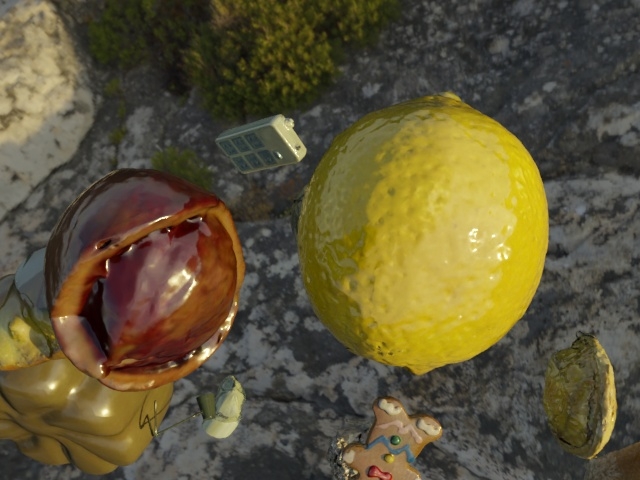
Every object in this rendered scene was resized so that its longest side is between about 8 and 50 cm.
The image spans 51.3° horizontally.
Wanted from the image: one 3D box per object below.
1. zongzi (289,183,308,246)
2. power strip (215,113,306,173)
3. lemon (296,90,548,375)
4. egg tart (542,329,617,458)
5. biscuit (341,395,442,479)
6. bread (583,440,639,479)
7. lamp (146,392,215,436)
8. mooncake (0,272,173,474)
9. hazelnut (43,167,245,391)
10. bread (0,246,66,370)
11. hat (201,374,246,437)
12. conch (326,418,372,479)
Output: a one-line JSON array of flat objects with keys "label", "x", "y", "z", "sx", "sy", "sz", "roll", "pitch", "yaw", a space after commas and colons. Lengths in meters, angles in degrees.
[{"label": "zongzi", "x": 0.000, "y": 0.000, "z": 1.783, "sx": 0.125, "sy": 0.251, "sz": 0.274, "roll": -11, "pitch": 74, "yaw": -9}, {"label": "power strip", "x": -0.144, "y": -0.228, "z": 1.602, "sx": 0.270, "sy": 0.118, "sz": 0.046, "roll": -4, "pitch": 39, "yaw": 48}, {"label": "lemon", "x": 0.122, "y": -0.006, "z": 0.837, "sx": 0.336, "sy": 0.336, "sz": 0.336, "roll": -10, "pitch": 61, "yaw": 18}, {"label": "egg tart", "x": 0.542, "y": 0.324, "z": 1.441, "sx": 0.107, "sy": 0.291, "sz": 0.291, "roll": 7, "pitch": 65, "yaw": 2}, {"label": "biscuit", "x": 0.103, "y": 0.355, "z": 1.066, "sx": 0.138, "sy": 0.031, "sz": 0.205, "roll": 28, "pitch": 102, "yaw": -7}, {"label": "bread", "x": 0.719, "y": 0.510, "z": 1.419, "sx": 0.337, "sy": 0.102, "sz": 0.183, "roll": -40, "pitch": 15, "yaw": 33}, {"label": "lamp", "x": -0.225, "y": 0.289, "z": 1.105, "sx": 0.041, "sy": 0.121, "sz": 0.054, "roll": -39, "pitch": 60, "yaw": 44}, {"label": "mooncake", "x": -0.444, "y": 0.242, "z": 1.126, "sx": 0.378, "sy": 0.378, "sz": 0.201, "roll": 3, "pitch": 48, "yaw": 24}, {"label": "hazelnut", "x": -0.142, "y": 0.034, "z": 0.576, "sx": 0.170, "sy": 0.202, "sz": 0.160, "roll": -30, "pitch": 34, "yaw": -4}, {"label": "bread", "x": -0.264, "y": 0.053, "z": 0.735, "sx": 0.233, "sy": 0.088, "sz": 0.161, "roll": -12, "pitch": 50, "yaw": 23}, {"label": "hat", "x": -0.273, "y": 0.461, "z": 1.861, "sx": 0.122, "sy": 0.081, "sz": 0.166, "roll": 31, "pitch": 76, "yaw": 30}, {"label": "conch", "x": 0.089, "y": 0.564, "z": 1.723, "sx": 0.163, "sy": 0.245, "sz": 0.178, "roll": 15, "pitch": 33, "yaw": -14}]
